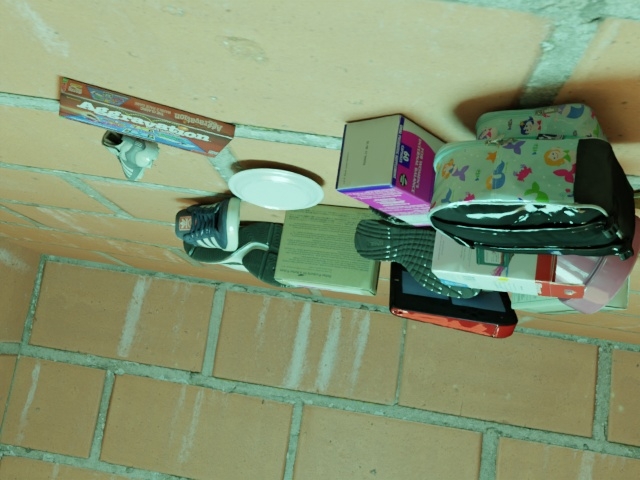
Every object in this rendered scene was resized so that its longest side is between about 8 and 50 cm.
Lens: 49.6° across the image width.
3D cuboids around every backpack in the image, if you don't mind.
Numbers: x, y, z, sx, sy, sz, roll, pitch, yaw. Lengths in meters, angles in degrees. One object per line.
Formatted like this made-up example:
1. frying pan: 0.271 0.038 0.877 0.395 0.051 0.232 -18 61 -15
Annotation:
1. backpack: 0.278 -0.070 0.945 0.253 0.191 0.225 -7 160 34

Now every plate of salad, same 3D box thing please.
1. plate of salad: -0.091 -0.112 1.432 0.199 0.048 0.200 5 159 2

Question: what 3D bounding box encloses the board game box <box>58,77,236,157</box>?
1. board game box: -0.298 -0.203 1.184 0.281 0.027 0.145 13 168 -19

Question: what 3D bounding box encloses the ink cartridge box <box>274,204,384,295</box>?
1. ink cartridge box: 0.026 0.020 1.626 0.234 0.193 0.088 7 169 16

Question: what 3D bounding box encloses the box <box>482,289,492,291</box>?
1. box: 0.421 0.089 1.899 0.101 0.101 0.087 9 170 0

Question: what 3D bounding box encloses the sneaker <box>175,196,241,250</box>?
1. sneaker: -0.291 -0.039 1.753 0.148 0.131 0.350 8 170 -16

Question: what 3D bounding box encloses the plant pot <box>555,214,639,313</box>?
1. plant pot: 0.445 0.007 1.255 0.180 0.201 0.201 25 169 1

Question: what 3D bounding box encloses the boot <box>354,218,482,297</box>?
1. boot: 0.256 0.014 1.456 0.222 0.118 0.338 -5 -157 -41

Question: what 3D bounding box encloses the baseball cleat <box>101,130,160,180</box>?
1. baseball cleat: -0.371 -0.174 1.341 0.109 0.072 0.206 30 160 -19

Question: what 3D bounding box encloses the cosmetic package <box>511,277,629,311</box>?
1. cosmetic package: 0.589 0.093 1.655 0.129 0.153 0.296 10 171 -12

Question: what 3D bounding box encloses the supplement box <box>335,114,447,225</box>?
1. supplement box: 0.141 -0.103 1.102 0.113 0.111 0.220 -1 166 42

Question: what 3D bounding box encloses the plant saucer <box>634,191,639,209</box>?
1. plant saucer: 0.563 -0.069 1.178 0.083 0.015 0.083 9 169 2

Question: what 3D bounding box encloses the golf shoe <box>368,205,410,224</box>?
1. golf shoe: 0.195 -0.058 1.394 0.198 0.077 0.094 8 170 10

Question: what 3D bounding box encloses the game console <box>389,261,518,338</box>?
1. game console: 0.366 0.149 1.962 0.341 0.060 0.386 13 -161 2

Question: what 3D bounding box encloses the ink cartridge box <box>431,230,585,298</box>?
1. ink cartridge box: 0.307 0.037 1.119 0.231 0.078 0.134 6 169 20

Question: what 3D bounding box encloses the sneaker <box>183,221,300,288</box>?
1. sneaker: -0.154 0.032 2.046 0.447 0.169 0.257 14 180 21
